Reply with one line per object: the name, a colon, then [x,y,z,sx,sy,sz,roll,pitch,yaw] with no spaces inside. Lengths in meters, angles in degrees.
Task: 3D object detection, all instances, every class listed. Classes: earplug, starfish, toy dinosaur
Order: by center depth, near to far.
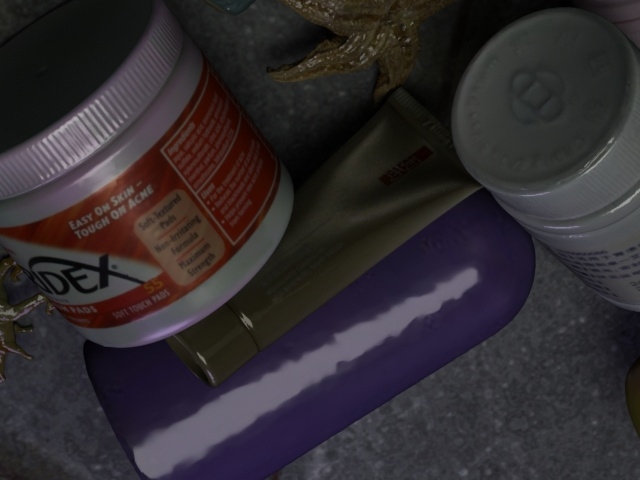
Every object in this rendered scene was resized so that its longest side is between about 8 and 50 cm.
starfish: [0.055,-0.213,1.676,0.277,0.062,0.236,-8,140,-29]
toy dinosaur: [-0.341,0.064,1.777,0.162,0.039,0.126,38,107,-26]
earplug: [0.005,0.091,1.778,0.456,0.215,0.215,-29,121,0]

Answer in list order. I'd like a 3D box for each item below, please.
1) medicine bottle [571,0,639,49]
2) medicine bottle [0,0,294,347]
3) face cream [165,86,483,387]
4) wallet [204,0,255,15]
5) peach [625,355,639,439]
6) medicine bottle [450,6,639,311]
medicine bottle: [0.277,-0.297,1.652,0.133,0.133,0.250,-26,122,3]
medicine bottle: [-0.185,-0.066,1.613,0.252,0.252,0.241,-32,119,7]
face cream: [0.000,0.000,1.674,0.341,0.137,0.084,-40,158,-15]
wallet: [-0.130,-0.372,1.552,0.360,0.083,0.252,33,106,-28]
peach: [0.492,0.149,1.853,0.315,0.314,0.281,22,101,21]
medicine bottle: [0.269,-0.070,1.674,0.190,0.190,0.332,-39,145,10]
